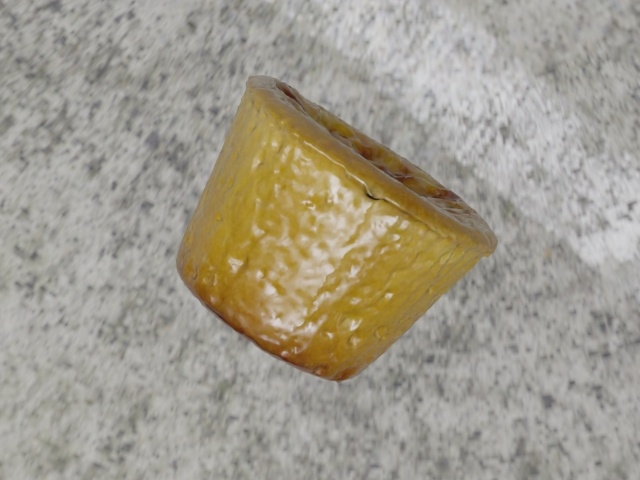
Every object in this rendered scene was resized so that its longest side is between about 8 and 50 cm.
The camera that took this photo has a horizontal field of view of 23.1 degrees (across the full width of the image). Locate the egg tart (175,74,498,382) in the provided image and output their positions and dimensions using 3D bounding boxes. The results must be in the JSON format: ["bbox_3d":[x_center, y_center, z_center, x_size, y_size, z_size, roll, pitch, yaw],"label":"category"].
[{"bbox_3d":[0.000,0.000,1.048,0.202,0.202,0.147,33,98,-8],"label":"egg tart"}]
